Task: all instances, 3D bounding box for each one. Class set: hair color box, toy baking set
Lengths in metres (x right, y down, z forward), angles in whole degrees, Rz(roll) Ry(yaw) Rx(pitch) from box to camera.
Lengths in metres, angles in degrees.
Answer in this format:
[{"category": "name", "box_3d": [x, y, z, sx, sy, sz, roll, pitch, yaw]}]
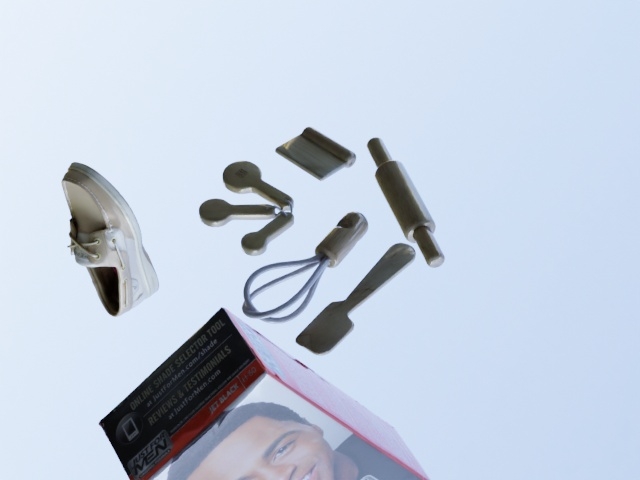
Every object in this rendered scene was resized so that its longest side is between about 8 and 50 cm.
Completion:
[{"category": "hair color box", "box_3d": [-0.018, 0.090, 0.601, 0.072, 0.141, 0.043, -43, -133, 7]}, {"category": "toy baking set", "box_3d": [0.006, -0.003, 1.263, 0.030, 0.197, 0.256, 89, -22, -47]}]

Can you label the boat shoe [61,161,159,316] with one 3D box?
[{"category": "boat shoe", "box_3d": [-0.202, 0.004, 1.337, 0.063, 0.170, 0.059, 17, -128, 38]}]
